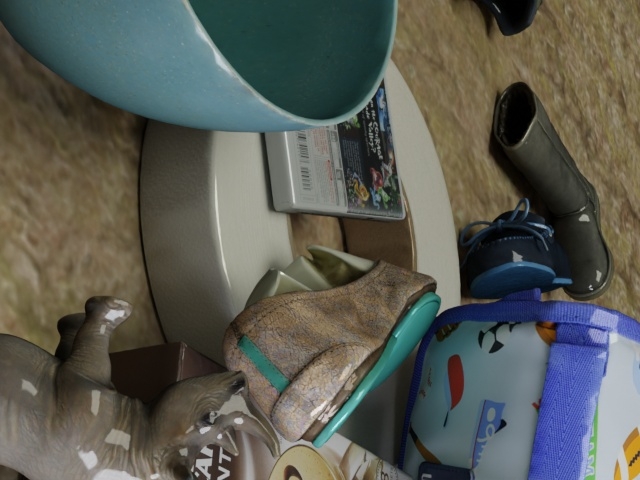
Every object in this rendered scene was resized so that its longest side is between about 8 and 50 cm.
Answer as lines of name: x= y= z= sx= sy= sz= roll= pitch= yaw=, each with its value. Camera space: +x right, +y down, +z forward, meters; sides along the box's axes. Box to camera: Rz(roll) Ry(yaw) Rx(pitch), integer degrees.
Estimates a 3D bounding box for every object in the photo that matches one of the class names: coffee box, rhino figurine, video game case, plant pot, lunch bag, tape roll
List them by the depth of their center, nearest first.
rhino figurine: x=-0.139 y=0.085 z=0.753 sx=0.073 sy=0.243 sz=0.106 roll=118 pitch=-12 yaw=-66
plant pot: x=-0.104 y=-0.197 z=0.889 sx=0.290 sy=0.195 sz=0.290 roll=25 pitch=60 yaw=-54
coffee box: x=-0.059 y=0.200 z=0.917 sx=0.297 sy=0.118 sz=0.168 roll=37 pitch=50 yaw=-49
video game case: x=0.006 y=-0.112 z=1.080 sx=0.173 sy=0.022 sz=0.190 roll=4 pitch=76 yaw=-58
lunch bag: x=0.176 y=0.227 z=1.085 sx=0.385 sy=0.238 sz=0.328 roll=45 pitch=54 yaw=-74
tape roll: x=0.000 y=0.000 z=1.127 sx=0.392 sy=0.072 sz=0.392 roll=27 pitch=58 yaw=-54

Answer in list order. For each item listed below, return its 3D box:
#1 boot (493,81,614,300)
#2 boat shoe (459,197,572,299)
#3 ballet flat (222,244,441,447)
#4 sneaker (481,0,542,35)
boot: x=0.268 y=-0.055 z=1.588 sx=0.208 sy=0.076 sz=0.190 roll=54 pitch=24 yaw=-47
boat shoe: x=0.196 y=0.012 z=1.445 sx=0.258 sy=0.109 sz=0.089 roll=18 pitch=57 yaw=-74
ballet flat: x=0.010 y=0.053 z=0.944 sx=0.106 sy=0.107 sz=0.316 roll=38 pitch=9 yaw=7
sneaker: x=0.177 y=-0.332 z=1.493 sx=0.300 sy=0.111 sz=0.121 roll=34 pitch=57 yaw=-48
